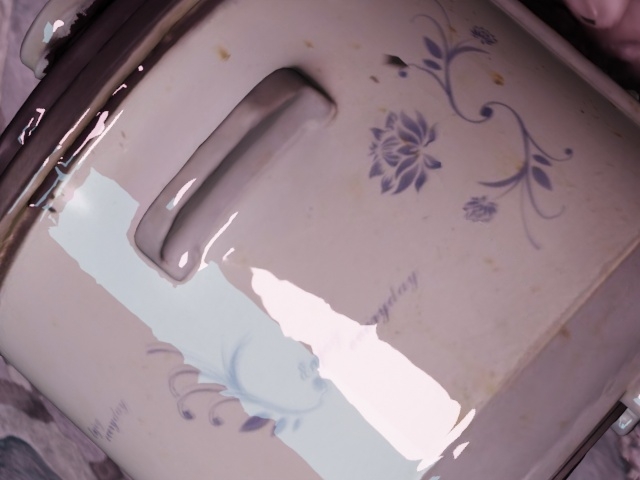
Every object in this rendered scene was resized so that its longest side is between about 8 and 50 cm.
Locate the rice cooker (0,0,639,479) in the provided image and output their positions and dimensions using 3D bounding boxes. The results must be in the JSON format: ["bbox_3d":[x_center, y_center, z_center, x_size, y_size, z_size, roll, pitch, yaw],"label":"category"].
[{"bbox_3d":[0.000,0.000,0.778,0.316,0.264,0.316,41,-178,-2],"label":"rice cooker"}]
